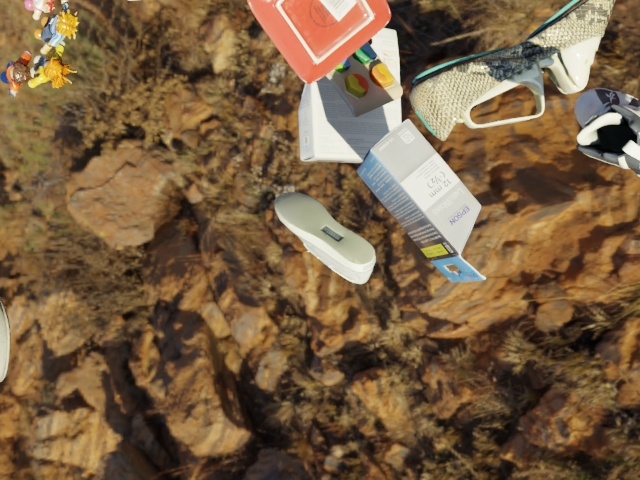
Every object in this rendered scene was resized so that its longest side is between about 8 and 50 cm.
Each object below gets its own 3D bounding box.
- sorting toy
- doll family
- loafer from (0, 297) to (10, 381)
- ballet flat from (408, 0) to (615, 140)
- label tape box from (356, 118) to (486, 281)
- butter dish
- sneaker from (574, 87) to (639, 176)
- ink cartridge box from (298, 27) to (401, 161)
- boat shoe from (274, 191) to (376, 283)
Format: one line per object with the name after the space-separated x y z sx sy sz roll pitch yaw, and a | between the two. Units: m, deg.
0.096 -0.426 1.656 0.208 0.193 0.038 58 144 4 | sorting toy
-0.535 -0.398 1.315 0.163 0.118 0.263 21 95 55 | doll family
-0.539 0.070 0.956 0.112 0.111 0.320 -8 101 25 | loafer
0.415 -0.337 1.333 0.182 0.482 0.164 62 175 7 | ballet flat
0.238 -0.074 1.438 0.348 0.115 0.249 48 174 1 | label tape box
-0.010 -0.332 0.920 0.160 0.160 0.118 -38 35 5 | butter dish
0.448 -0.186 1.041 0.094 0.153 0.235 -51 39 32 | sneaker
0.083 -0.414 1.879 0.091 0.308 0.385 -4 89 58 | ink cartridge box
0.001 0.000 1.175 0.227 0.079 0.081 38 145 27 | boat shoe
